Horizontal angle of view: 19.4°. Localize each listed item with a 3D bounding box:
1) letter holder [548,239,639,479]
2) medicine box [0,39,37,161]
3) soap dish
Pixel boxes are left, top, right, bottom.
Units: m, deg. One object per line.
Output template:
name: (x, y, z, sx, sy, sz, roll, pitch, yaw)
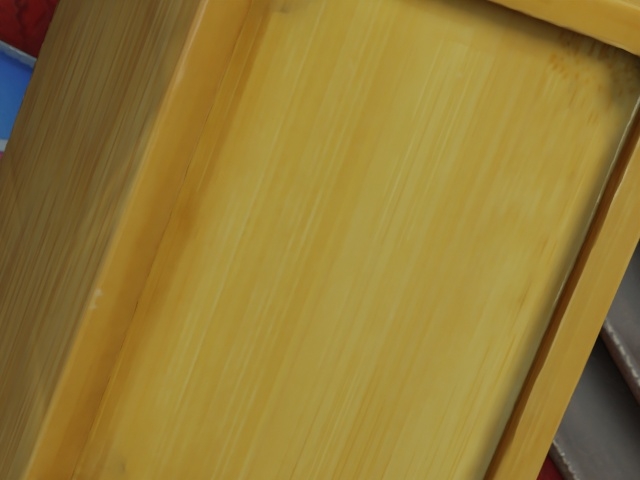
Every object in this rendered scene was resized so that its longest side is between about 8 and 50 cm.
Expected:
letter holder: (0.197, 0.046, 0.807, 0.214, 0.152, 0.302, -31, 89, 1)
medicine box: (-0.211, 0.042, 0.765, 0.263, 0.149, 0.289, 27, 88, -22)
soap dish: (0.000, 0.000, 0.674, 0.229, 0.118, 0.291, 16, 103, -24)
